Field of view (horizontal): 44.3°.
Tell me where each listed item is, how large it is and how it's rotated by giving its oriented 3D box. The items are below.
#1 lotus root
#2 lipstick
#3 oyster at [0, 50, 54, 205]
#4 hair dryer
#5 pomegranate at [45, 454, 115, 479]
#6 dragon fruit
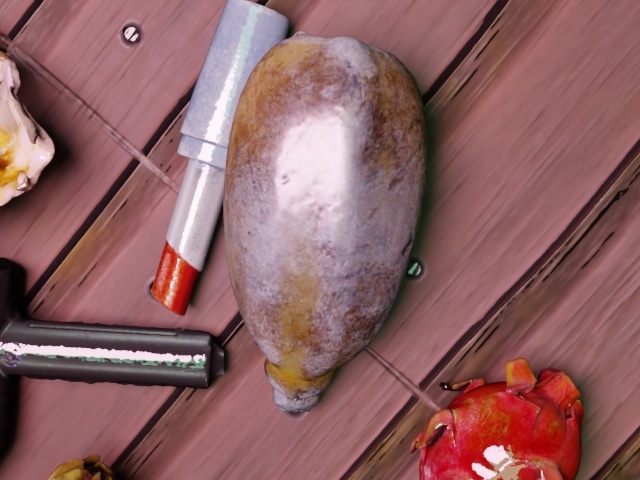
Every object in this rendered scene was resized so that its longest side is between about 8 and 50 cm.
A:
[{"bbox_3d":[0.000,0.000,0.634,0.158,0.140,0.322,3,101,-18],"label":"lotus root"},{"bbox_3d":[-0.095,-0.068,0.686,0.068,0.061,0.274,18,95,-7],"label":"lipstick"},{"bbox_3d":[-0.375,-0.124,0.686,0.354,0.107,0.201,41,87,11],"label":"oyster"},{"bbox_3d":[-0.240,0.146,0.703,0.302,0.116,0.244,4,96,-1],"label":"hair dryer"},{"bbox_3d":[-0.265,0.299,0.662,0.159,0.190,0.241,29,123,32],"label":"pomegranate"},{"bbox_3d":[0.150,0.174,0.640,0.166,0.133,0.136,-43,97,-4],"label":"dragon fruit"}]
